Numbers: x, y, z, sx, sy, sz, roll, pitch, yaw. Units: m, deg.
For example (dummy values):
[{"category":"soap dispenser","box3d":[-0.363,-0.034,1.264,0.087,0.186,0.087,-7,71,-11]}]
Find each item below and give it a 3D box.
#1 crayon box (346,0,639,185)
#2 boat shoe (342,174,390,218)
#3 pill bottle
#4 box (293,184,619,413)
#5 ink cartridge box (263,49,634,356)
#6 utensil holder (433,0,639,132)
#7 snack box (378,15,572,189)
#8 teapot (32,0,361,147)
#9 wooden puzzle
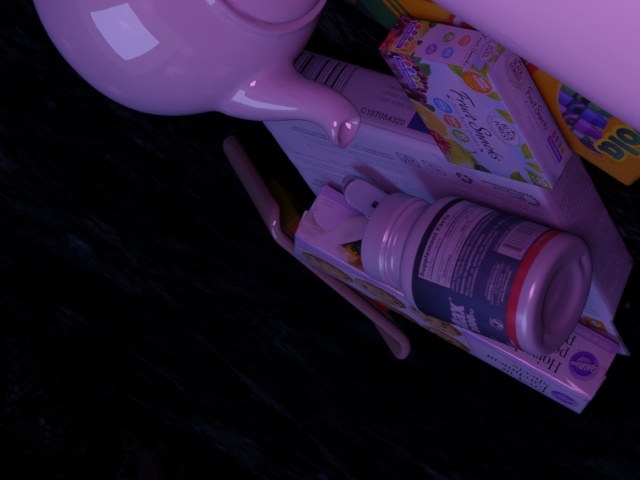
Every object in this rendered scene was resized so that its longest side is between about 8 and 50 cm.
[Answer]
[{"category":"crayon box","box3d":[0.182,-0.152,1.218,0.318,0.081,0.202,33,161,-2]},{"category":"boat shoe","box3d":[0.059,-0.028,1.598,0.100,0.035,0.035,34,-169,-21]},{"category":"pill bottle","box3d":[0.130,0.022,1.476,0.180,0.108,0.108,20,158,33]},{"category":"box","box3d":[0.126,0.056,1.655,0.324,0.063,0.067,29,164,7]},{"category":"ink cartridge box","box3d":[0.124,-0.038,1.619,0.324,0.071,0.330,19,161,33]},{"category":"utensil holder","box3d":[0.087,-0.258,0.726,0.385,0.328,0.327,34,161,-8]},{"category":"snack box","box3d":[0.115,-0.100,1.266,0.100,0.037,0.141,16,156,38]},{"category":"teapot","box3d":[-0.079,-0.221,1.258,0.187,0.253,0.256,-11,147,45]},{"category":"wooden puzzle","box3d":[0.000,0.000,1.846,0.239,0.044,0.221,45,-174,-29]}]
